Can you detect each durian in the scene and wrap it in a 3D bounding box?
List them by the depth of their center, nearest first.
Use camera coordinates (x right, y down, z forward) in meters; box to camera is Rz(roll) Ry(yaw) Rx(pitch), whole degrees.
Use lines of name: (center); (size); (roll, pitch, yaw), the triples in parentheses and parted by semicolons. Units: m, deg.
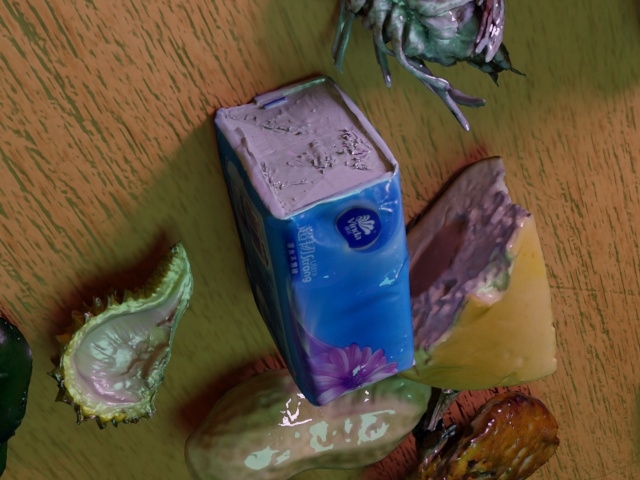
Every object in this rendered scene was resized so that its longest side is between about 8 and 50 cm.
durian: (-0.203, 0.088, 1.252); (0.140, 0.078, 0.224); (27, 100, -27)

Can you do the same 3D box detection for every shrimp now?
shrimp: (0.068, -0.247, 1.078); (0.221, 0.166, 0.410); (-20, 128, 34)
shrimp: (0.165, 0.181, 1.482); (0.046, 0.152, 0.219); (29, 116, 2)

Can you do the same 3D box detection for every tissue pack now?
tissue pack: (0.000, 0.000, 1.198); (0.146, 0.198, 0.263); (-20, 132, -11)

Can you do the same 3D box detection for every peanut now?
peanut: (-0.010, 0.211, 1.405); (0.313, 0.149, 0.149); (-15, 131, -18)

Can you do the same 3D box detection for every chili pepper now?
chili pepper: (-0.368, 0.191, 1.213); (0.148, 0.116, 0.265); (6, 123, -35)

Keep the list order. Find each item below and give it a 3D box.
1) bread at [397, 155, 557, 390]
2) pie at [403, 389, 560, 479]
bread: (0.135, 0.051, 1.331); (0.211, 0.184, 0.224); (-16, 130, -9)
pie: (0.195, 0.316, 1.604); (0.308, 0.085, 0.308); (-32, 153, -18)
